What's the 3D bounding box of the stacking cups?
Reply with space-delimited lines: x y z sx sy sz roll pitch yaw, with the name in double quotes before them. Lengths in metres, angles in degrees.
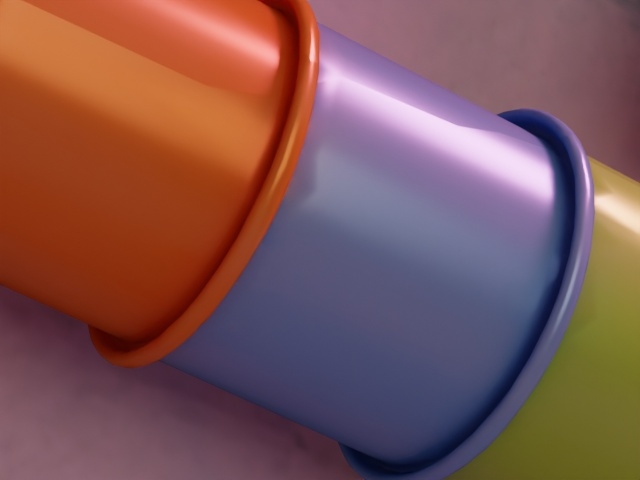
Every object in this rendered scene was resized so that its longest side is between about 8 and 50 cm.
"stacking cups" 0.000 0.000 0.381 0.316 0.096 0.096 25 64 -22
